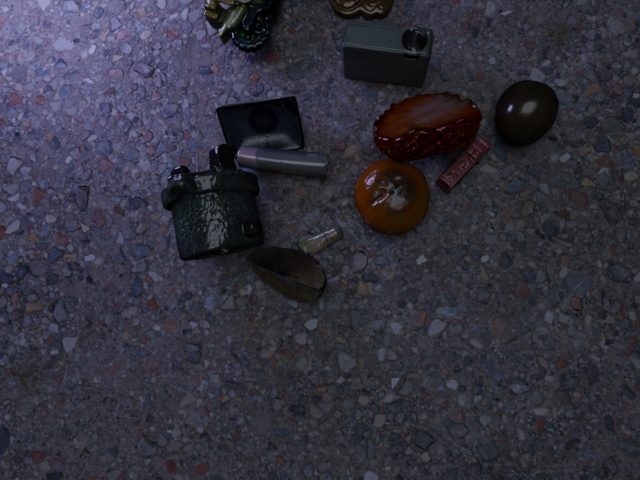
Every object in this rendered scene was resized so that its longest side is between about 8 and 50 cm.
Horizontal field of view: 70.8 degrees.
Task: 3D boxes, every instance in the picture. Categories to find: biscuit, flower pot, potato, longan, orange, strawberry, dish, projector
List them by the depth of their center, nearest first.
[{"bbox_3d":[-0.307,-0.102,1.269,0.299,0.299,0.283,-11,85,3],"label":"flower pot"},{"bbox_3d":[0.294,-0.301,1.277,0.336,0.149,0.265,-29,41,-25],"label":"strawberry"},{"bbox_3d":[0.205,-0.128,1.294,0.224,0.170,0.224,-1,80,3],"label":"orange"},{"bbox_3d":[0.594,-0.371,1.306,0.189,0.189,0.189,-1,82,5],"label":"longan"},{"bbox_3d":[-0.083,0.103,1.340,0.261,0.100,0.120,22,45,22],"label":"potato"},{"bbox_3d":[0.197,-0.560,1.348,0.256,0.192,0.099,10,83,7],"label":"projector"},{"bbox_3d":[-0.179,-0.364,1.391,0.243,0.182,0.080,-8,44,3],"label":"dish"},{"bbox_3d":[0.095,-0.838,1.474,0.183,0.047,0.320,-35,79,-4],"label":"biscuit"}]

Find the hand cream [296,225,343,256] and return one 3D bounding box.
[{"bbox_3d":[0.000,0.000,1.362,0.143,0.039,0.061,-29,82,5],"label":"hand cream"}]

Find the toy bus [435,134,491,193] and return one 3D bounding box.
[{"bbox_3d":[0.426,-0.227,1.337,0.065,0.077,0.192,42,88,7],"label":"toy bus"}]

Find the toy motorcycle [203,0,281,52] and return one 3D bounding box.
[{"bbox_3d":[-0.222,-0.802,1.432,0.236,0.169,0.410,17,83,8],"label":"toy motorcycle"}]

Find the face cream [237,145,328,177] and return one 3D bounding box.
[{"bbox_3d":[-0.112,-0.242,1.369,0.269,0.107,0.073,7,102,0],"label":"face cream"}]
